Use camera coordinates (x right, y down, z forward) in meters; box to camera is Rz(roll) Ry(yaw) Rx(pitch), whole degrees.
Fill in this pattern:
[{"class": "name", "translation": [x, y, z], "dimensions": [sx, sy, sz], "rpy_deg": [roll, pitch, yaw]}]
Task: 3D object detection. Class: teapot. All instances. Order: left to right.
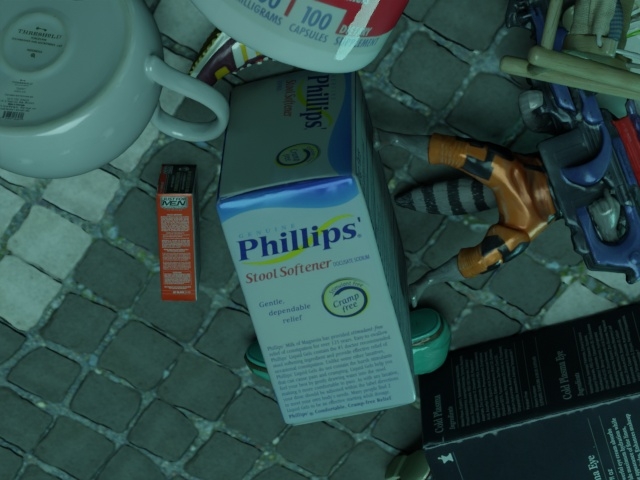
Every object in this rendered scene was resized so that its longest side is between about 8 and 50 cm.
[{"class": "teapot", "translation": [-0.264, -0.161, 1.848], "dimensions": [0.252, 0.256, 0.187], "rpy_deg": [-35, 153, -4]}]

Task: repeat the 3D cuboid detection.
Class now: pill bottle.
[{"class": "pill bottle", "translation": [0.040, -0.379, 1.649], "dimensions": [0.229, 0.229, 0.408], "rpy_deg": [22, 121, -12]}]

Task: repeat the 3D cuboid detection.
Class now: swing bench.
[{"class": "swing bench", "translation": [0.337, -0.264, 1.741], "dimensions": [0.254, 0.165, 0.253], "rpy_deg": [12, 91, -5]}]

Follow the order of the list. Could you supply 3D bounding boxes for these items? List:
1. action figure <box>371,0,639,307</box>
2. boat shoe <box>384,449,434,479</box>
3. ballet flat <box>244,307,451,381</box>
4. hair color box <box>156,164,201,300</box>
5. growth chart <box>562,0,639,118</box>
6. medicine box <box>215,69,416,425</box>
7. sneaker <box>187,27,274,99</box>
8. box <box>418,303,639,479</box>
[{"class": "action figure", "translation": [0.227, -0.108, 1.911], "dimensions": [0.330, 0.178, 0.341], "rpy_deg": [-12, 91, 7]}, {"class": "boat shoe", "translation": [0.119, 0.286, 2.151], "dimensions": [0.043, 0.137, 0.049], "rpy_deg": [33, 74, -9]}, {"class": "ballet flat", "translation": [0.036, 0.145, 2.089], "dimensions": [0.247, 0.083, 0.087], "rpy_deg": [-11, 129, 8]}, {"class": "hair color box", "translation": [-0.160, -0.008, 2.004], "dimensions": [0.043, 0.072, 0.141], "rpy_deg": [1, 120, 0]}, {"class": "growth chart", "translation": [0.360, -0.198, 1.915], "dimensions": [0.237, 0.021, 0.172], "rpy_deg": [-12, 119, 8]}, {"class": "medicine box", "translation": [0.000, 0.000, 1.895], "dimensions": [0.149, 0.263, 0.289], "rpy_deg": [-12, 120, 8]}, {"class": "sneaker", "translation": [-0.072, -0.208, 1.886], "dimensions": [0.084, 0.069, 0.185], "rpy_deg": [35, 116, -12]}, {"class": "box", "translation": [0.311, 0.284, 2.109], "dimensions": [0.312, 0.179, 0.343], "rpy_deg": [-15, 119, 8]}]
